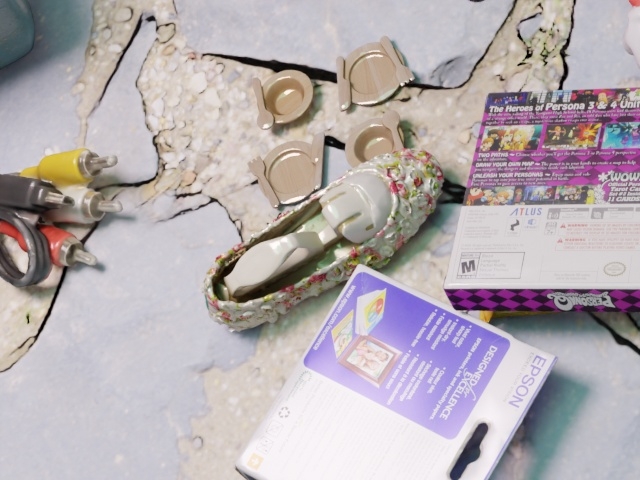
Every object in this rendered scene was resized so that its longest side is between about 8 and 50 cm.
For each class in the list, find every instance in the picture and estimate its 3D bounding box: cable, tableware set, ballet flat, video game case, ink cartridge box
[{"bbox_3d":[-0.311,-0.034,1.858,0.287,0.072,0.139,12,88,40],"label":"cable"},{"bbox_3d":[0.009,-0.108,1.763,0.169,0.020,0.141,-17,61,14],"label":"tableware set"},{"bbox_3d":[0.000,0.000,1.674,0.241,0.077,0.091,-36,72,7],"label":"ballet flat"},{"bbox_3d":[0.232,-0.036,1.600,0.232,0.042,0.210,-1,54,22],"label":"video game case"},{"bbox_3d":[0.065,0.148,1.599,0.208,0.045,0.206,25,76,32],"label":"ink cartridge box"}]

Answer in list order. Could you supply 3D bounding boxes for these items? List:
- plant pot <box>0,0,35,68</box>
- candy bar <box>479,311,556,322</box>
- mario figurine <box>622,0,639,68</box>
[{"bbox_3d":[-0.409,-0.262,1.875,0.248,0.252,0.247,-27,59,8],"label":"plant pot"},{"bbox_3d":[0.206,0.044,1.607,0.161,0.018,0.040,-4,68,20],"label":"candy bar"},{"bbox_3d":[0.306,-0.257,1.675,0.320,0.198,0.170,34,124,24],"label":"mario figurine"}]
